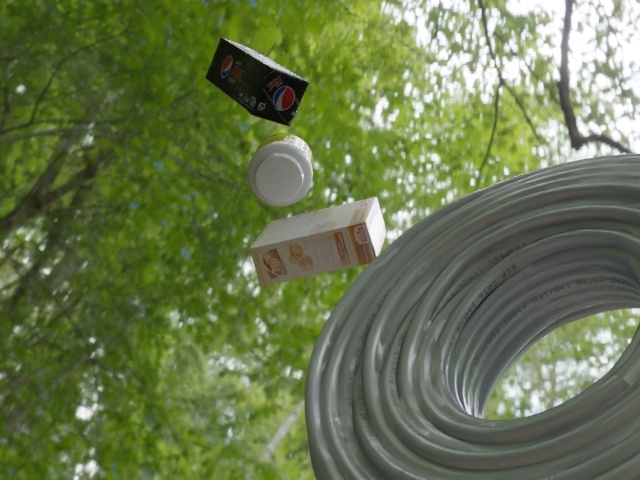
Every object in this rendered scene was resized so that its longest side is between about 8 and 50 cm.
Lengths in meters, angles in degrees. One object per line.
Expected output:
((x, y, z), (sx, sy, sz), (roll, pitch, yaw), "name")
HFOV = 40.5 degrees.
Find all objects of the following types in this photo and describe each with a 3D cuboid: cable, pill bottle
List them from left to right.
((-0.072, -0.130, 1.595), (0.117, 0.215, 0.117), (0, -76, 0), "pill bottle")
((0.114, 0.059, 0.408), (0.257, 0.257, 0.089), (-34, -62, 7), "cable")

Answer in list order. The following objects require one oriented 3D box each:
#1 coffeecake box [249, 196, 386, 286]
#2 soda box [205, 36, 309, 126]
((0.000, 0.000, 1.352), (0.185, 0.142, 0.068), (-13, -75, 15), "coffeecake box")
((-0.079, -0.191, 1.030), (0.053, 0.169, 0.060), (16, -74, -33), "soda box")
